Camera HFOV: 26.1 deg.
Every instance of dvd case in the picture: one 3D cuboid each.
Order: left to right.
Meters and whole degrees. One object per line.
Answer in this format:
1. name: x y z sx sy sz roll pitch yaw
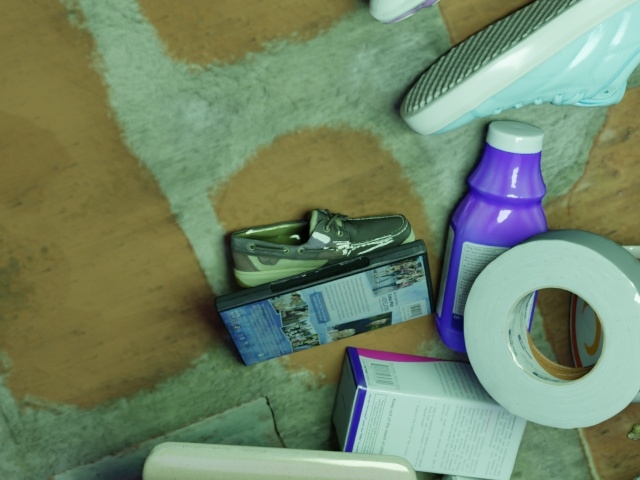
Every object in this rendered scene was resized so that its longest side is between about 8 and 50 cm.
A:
1. dvd case: 0.011 0.077 1.659 0.253 0.022 0.180 -16 152 1

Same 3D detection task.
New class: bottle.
1. bottle: 0.213 -0.002 1.666 0.118 0.092 0.282 3 112 -8

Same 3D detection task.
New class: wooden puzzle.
1. wooden puzzle: -0.060 0.346 1.744 0.322 0.080 0.347 4 141 -4

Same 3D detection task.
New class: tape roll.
1. tape roll: 0.275 0.100 1.567 0.219 0.072 0.219 6 103 26

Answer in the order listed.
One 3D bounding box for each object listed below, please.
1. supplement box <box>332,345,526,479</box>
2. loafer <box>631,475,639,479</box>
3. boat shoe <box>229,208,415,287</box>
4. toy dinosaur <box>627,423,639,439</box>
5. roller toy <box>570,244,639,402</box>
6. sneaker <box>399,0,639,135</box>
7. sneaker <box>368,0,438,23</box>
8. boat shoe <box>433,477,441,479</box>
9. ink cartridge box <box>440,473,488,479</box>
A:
1. supplement box: 0.136 0.217 1.740 0.220 0.111 0.113 7 112 -9
2. loafer: 0.514 0.332 1.819 0.320 0.112 0.111 -22 77 3
3. boat shoe: -0.001 0.000 1.650 0.224 0.080 0.073 -13 119 4
4. toy dinosaur: 0.489 0.218 1.811 0.093 0.053 0.183 38 104 -18
5. roller toy: 0.397 0.101 1.673 0.146 0.209 0.191 0 80 -7
6. sneaker: 0.273 -0.194 1.570 0.366 0.135 0.150 -30 110 8
7. sneaker: 0.137 -0.376 1.507 0.152 0.114 0.305 38 100 -5
8. boat shoe: 0.218 0.415 1.842 0.084 0.095 0.258 -42 112 16
9. ink cartridge box: 0.185 0.402 1.756 0.140 0.082 0.190 26 101 -7
